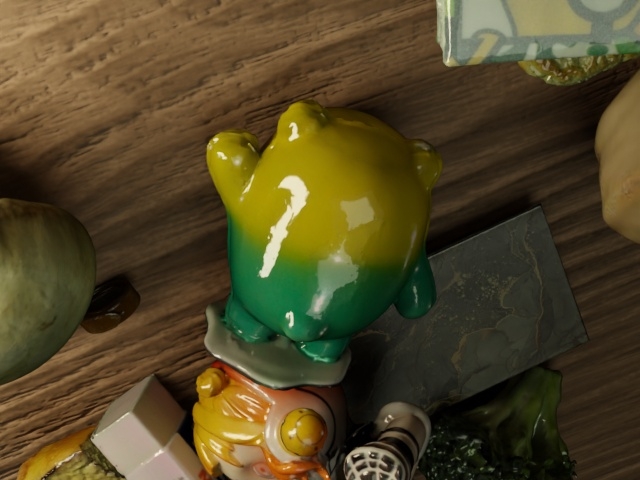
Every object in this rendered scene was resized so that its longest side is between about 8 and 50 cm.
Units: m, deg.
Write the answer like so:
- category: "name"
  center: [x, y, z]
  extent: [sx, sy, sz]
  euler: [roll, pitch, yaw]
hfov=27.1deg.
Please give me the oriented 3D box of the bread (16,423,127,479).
- category: "bread"
  center: [-0.303, 0.323, 1.797]
  extent: [0.129, 0.134, 0.260]
  euler: [-38, 135, 10]

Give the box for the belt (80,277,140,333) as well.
- category: "belt"
  center: [-0.267, 0.084, 1.660]
  extent: [0.083, 0.059, 0.036]
  euler: [-29, 131, 5]

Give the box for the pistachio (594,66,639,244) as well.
- category: "pistachio"
  center: [0.530, -0.145, 1.593]
  extent: [0.445, 0.281, 0.365]
  euler: [-31, 169, 5]

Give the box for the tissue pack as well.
- category: "tissue pack"
  center: [0.275, -0.315, 1.406]
  extent: [0.310, 0.128, 0.228]
  euler: [-3, 112, 0]

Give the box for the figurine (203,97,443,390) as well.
- category: "figurine"
  center: [0.000, 0.000, 1.573]
  extent: [0.323, 0.231, 0.340]
  euler: [16, 122, -9]

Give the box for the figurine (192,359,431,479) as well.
- category: "figurine"
  center: [-0.026, 0.244, 1.717]
  extent: [0.323, 0.196, 0.320]
  euler: [20, 159, 7]

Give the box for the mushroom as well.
- category: "mushroom"
  center: [-0.419, 0.036, 1.431]
  extent: [0.352, 0.260, 0.352]
  euler: [-4, 166, -1]

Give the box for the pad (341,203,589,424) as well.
- category: "pad"
  center: [0.170, 0.124, 1.806]
  extent: [0.367, 0.007, 0.248]
  euler: [-24, 120, 0]

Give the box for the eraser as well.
- category: "eraser"
  center: [-0.172, 0.324, 1.762]
  extent: [0.086, 0.130, 0.287]
  euler: [-37, 100, 15]

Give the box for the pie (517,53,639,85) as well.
- category: "pie"
  center: [0.322, -0.300, 1.534]
  extent: [0.248, 0.090, 0.201]
  euler: [-24, 119, 2]

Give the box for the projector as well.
- category: "projector"
  center: [0.188, 0.129, 1.859]
  extent: [0.147, 0.061, 0.115]
  euler: [-24, 130, 0]

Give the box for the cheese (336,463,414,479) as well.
- category: "cheese"
  center: [-0.005, 0.434, 1.979]
  extent: [0.332, 0.153, 0.292]
  euler: [-24, 132, 3]

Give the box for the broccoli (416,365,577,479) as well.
- category: "broccoli"
  center: [0.266, 0.297, 1.959]
  extent: [0.247, 0.246, 0.288]
  euler: [15, 155, 11]
